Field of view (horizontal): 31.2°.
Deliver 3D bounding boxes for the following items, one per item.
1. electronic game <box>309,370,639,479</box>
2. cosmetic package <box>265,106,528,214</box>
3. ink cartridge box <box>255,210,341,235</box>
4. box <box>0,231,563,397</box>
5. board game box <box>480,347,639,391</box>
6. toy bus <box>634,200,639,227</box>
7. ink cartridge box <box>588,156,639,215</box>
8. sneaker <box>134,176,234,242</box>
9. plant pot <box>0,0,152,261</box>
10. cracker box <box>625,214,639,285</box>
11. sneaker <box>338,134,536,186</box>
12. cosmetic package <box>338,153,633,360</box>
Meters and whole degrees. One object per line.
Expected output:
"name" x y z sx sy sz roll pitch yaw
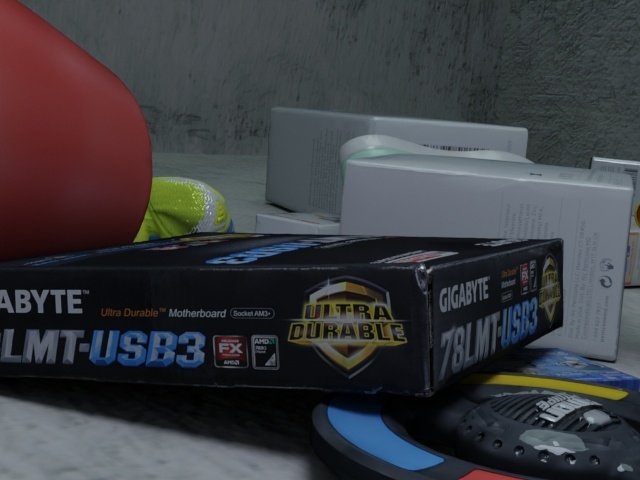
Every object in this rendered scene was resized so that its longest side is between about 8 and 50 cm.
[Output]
"electronic game" 0.109 0.097 0.539 0.229 0.048 0.229 5 7 -1
"cosmetic package" 0.090 -0.104 1.670 0.230 0.161 0.453 2 8 -19
"ink cartridge box" 0.000 0.000 1.219 0.088 0.052 0.122 11 10 37
"box" -0.023 0.035 0.711 0.293 0.073 0.295 -1 3 25
"board game box" 0.143 0.088 0.743 0.090 0.020 0.090 1 7 -26
"toy bus" 0.363 -0.002 0.894 0.220 0.149 0.211 38 9 10
"ink cartridge box" 0.455 -0.044 1.580 0.175 0.127 0.072 7 5 11
"sneaker" -0.199 -0.018 1.186 0.240 0.091 0.126 7 -11 19
"plant pot" -0.261 -0.060 0.787 0.275 0.275 0.243 8 -1 25
"cracker box" 0.326 0.008 1.323 0.232 0.067 0.155 -1 10 -36
"sneaker" 0.141 -0.017 1.205 0.256 0.151 0.094 6 -28 -24
"cosmetic package" 0.146 0.002 0.975 0.224 0.138 0.224 5 7 14
